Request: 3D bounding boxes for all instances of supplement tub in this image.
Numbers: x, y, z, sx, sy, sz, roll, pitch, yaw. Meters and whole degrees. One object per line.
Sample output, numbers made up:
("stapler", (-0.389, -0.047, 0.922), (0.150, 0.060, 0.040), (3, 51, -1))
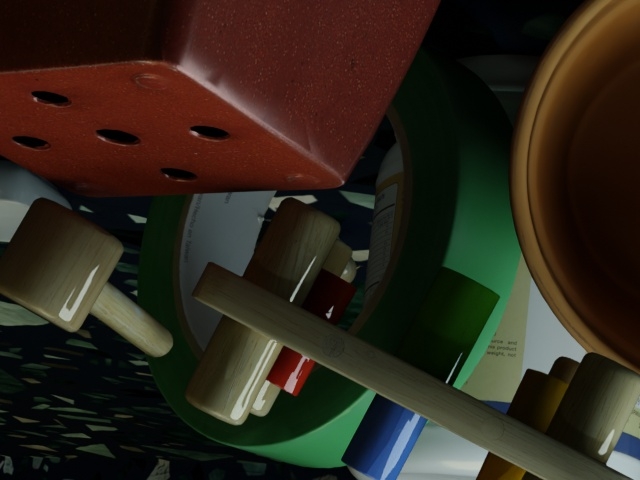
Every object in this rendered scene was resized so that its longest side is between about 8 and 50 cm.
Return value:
("supplement tub", (0.146, 0.039, 1.414), (0.228, 0.316, 0.228), (7, 165, 2))

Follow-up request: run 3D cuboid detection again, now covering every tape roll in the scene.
("tape roll", (0.000, 0.000, 1.338), (0.321, 0.321, 0.077), (-7, 159, 43))

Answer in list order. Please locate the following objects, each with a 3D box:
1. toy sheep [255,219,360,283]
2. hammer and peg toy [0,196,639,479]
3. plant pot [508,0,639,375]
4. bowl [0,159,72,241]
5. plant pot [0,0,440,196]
("toy sheep", (-0.017, 0.022, 1.886), (0.132, 0.091, 0.091), (13, 172, 41))
("hammer and peg toy", (0.007, 0.059, 1.084), (0.361, 0.127, 0.266), (27, 178, 5))
("plant pot", (0.260, -0.041, 1.203), (0.291, 0.291, 0.203), (7, -179, 1))
("bowl", (-0.322, -0.042, 1.853), (0.142, 0.053, 0.142), (3, 164, 20))
("plant pot", (-0.087, -0.160, 0.964), (0.267, 0.236, 0.267), (-1, 163, 30))
